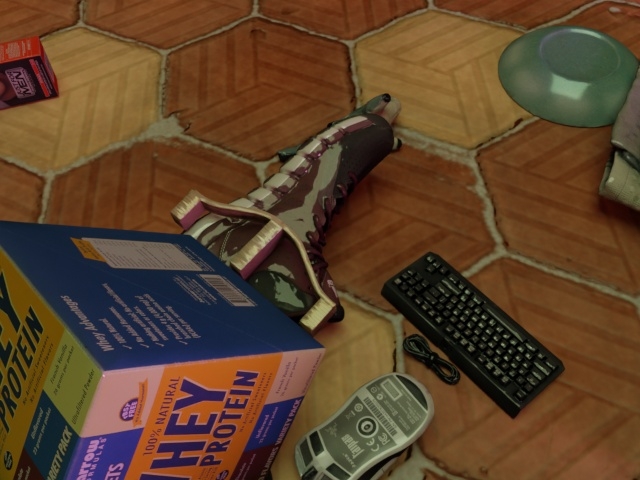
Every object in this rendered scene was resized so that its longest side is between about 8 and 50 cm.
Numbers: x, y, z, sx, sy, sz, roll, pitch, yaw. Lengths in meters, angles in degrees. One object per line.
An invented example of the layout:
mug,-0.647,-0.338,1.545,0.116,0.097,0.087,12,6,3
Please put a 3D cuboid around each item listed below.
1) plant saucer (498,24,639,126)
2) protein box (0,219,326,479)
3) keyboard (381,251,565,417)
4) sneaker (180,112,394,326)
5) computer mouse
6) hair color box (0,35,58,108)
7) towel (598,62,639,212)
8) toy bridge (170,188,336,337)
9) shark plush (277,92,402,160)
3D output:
plant saucer,0.332,-0.229,0.891,0.194,0.037,0.195,0,54,0
protein box,-0.148,0.092,0.531,0.199,0.136,0.201,35,19,36
keyboard,0.138,0.091,0.673,0.108,0.023,0.180,-35,60,-21
sneaker,0.000,0.000,0.705,0.281,0.106,0.162,-37,66,-11
computer mouse,0.018,0.190,0.595,0.193,0.042,0.106,-32,55,-14
hair color box,-0.415,-0.206,0.869,0.141,0.072,0.043,-15,55,-8
towel,0.498,-0.106,0.772,0.324,0.056,0.312,23,58,11
toy bridge,-0.057,0.007,0.638,0.188,0.026,0.063,39,73,18
shark plush,0.029,-0.126,0.833,0.161,0.073,0.067,-33,37,3
